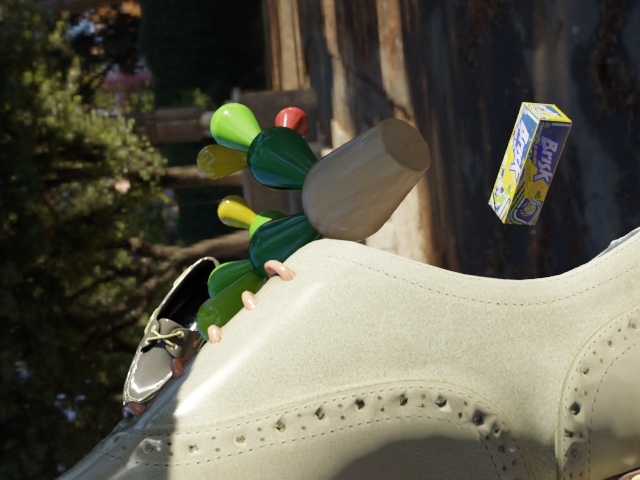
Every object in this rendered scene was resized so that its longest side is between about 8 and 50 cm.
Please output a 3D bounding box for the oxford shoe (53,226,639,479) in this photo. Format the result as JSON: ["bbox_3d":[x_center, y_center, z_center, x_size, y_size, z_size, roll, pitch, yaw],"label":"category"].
[{"bbox_3d":[-0.023,0.083,0.366,0.140,0.397,0.146,131,128,-68],"label":"oxford shoe"}]

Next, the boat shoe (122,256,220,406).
[{"bbox_3d":[-0.182,0.117,1.217,0.068,0.081,0.227,80,-151,-45],"label":"boat shoe"}]

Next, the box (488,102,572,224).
[{"bbox_3d":[0.296,-0.108,1.393,0.059,0.054,0.169,-115,32,-53],"label":"box"}]

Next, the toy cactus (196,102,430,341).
[{"bbox_3d":[0.000,0.000,0.556,0.180,0.112,0.219,-40,49,42],"label":"toy cactus"}]
